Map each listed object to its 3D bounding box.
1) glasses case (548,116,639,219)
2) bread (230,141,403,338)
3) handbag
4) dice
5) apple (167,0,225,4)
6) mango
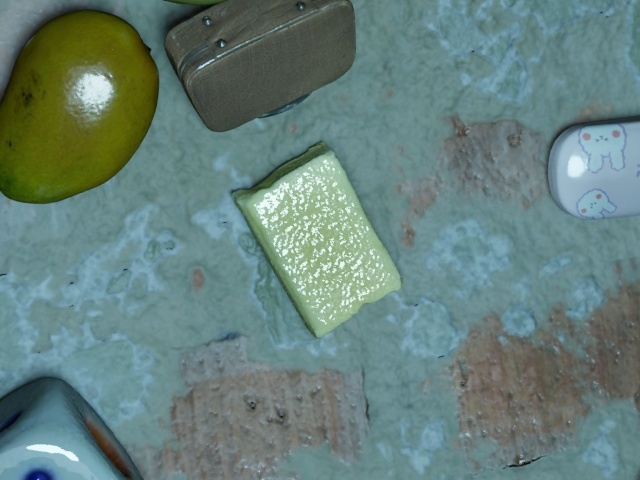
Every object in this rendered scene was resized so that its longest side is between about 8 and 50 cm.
[{"bbox_3d":[0.411,-0.093,1.497,0.297,0.075,0.113,-8,103,-10],"label":"glasses case"},{"bbox_3d":[0.000,-0.001,1.429,0.125,0.068,0.188,-31,104,-5],"label":"bread"},{"bbox_3d":[-0.060,-0.198,1.349,0.193,0.151,0.072,-27,64,-10],"label":"handbag"},{"bbox_3d":[-0.300,0.273,1.348,0.192,0.193,0.194,-37,106,-3],"label":"dice"},{"bbox_3d":[-0.119,-0.352,1.250,0.262,0.262,0.262,-2,100,-12],"label":"apple"},{"bbox_3d":[-0.255,-0.133,1.328,0.152,0.120,0.221,22,101,-11],"label":"mango"}]
